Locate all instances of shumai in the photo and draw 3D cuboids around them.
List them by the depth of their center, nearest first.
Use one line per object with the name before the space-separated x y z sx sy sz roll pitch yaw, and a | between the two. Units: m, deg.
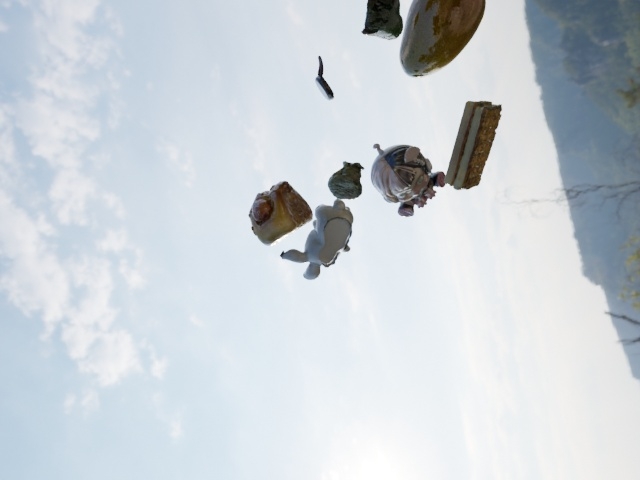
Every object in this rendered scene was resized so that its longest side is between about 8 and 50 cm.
shumai | 0.058 -0.143 1.382 0.083 0.082 0.080 14 -135 -12

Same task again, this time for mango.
mango | 0.393 -0.715 2.021 0.221 0.378 0.264 20 -163 -33

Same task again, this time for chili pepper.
chili pepper | 0.159 -0.673 1.644 0.148 0.116 0.265 5 -117 -39

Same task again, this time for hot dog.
hot dog | -0.124 -0.086 1.790 0.153 0.150 0.256 56 -162 -1

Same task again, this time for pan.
pan | 0.007 -0.636 2.400 0.115 0.040 0.212 54 171 34

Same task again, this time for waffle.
waffle | 0.261 -0.162 1.037 0.102 0.042 0.148 -22 -51 -56

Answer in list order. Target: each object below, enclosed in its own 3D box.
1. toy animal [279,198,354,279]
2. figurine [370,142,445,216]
toy animal | 0.007 0.001 2.310 0.208 0.325 0.154 43 -172 -22
figurine | 0.339 -0.252 2.510 0.211 0.253 0.361 37 -175 33
